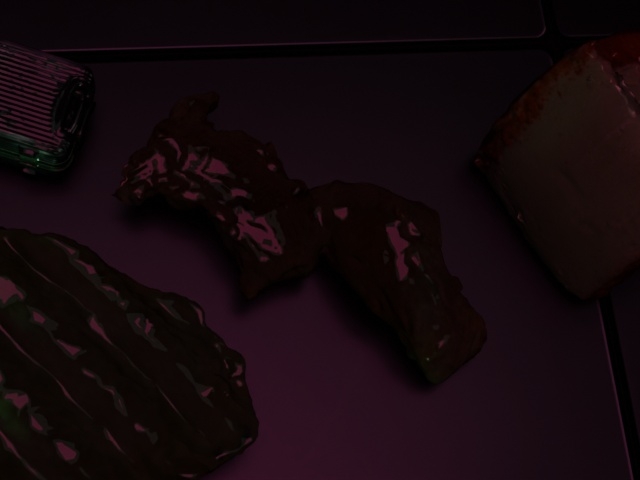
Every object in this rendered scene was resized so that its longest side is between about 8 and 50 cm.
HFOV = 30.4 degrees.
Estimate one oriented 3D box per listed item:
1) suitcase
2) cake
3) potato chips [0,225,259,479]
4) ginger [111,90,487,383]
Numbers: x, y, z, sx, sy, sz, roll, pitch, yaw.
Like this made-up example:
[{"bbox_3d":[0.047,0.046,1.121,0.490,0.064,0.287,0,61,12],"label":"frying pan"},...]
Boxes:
[{"bbox_3d":[-0.230,-0.100,0.855,0.126,0.059,0.086,17,71,-7],"label":"suitcase"},{"bbox_3d":[0.252,-0.063,0.934,0.262,0.160,0.158,-16,72,-51],"label":"cake"},{"bbox_3d":[-0.256,0.146,0.748,0.389,0.097,0.373,23,68,-6],"label":"potato chips"},{"bbox_3d":[-0.002,-0.001,0.848,0.290,0.084,0.122,31,63,0],"label":"ginger"}]
